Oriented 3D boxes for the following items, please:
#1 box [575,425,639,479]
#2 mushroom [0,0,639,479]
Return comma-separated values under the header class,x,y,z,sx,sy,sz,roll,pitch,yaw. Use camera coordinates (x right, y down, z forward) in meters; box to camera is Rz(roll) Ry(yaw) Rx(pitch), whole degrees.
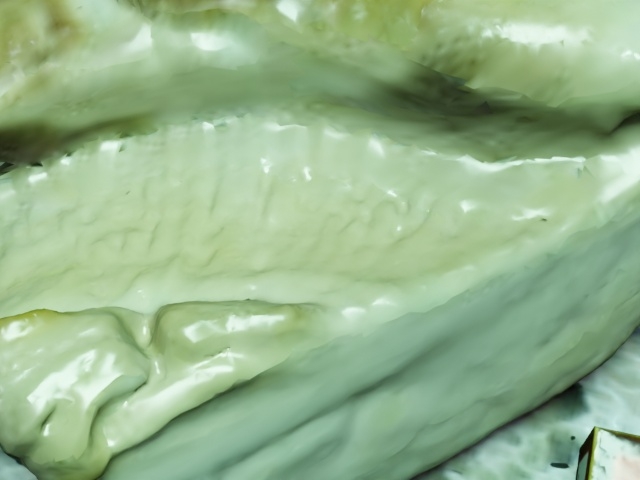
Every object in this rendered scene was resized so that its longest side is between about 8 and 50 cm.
class,x,y,z,sx,sy,sz,roll,pitch,yaw
box,0.181,0.221,0.450,0.153,0.074,0.239,12,69,7
mushroom,-0.002,-0.036,0.511,0.397,0.224,0.313,-27,52,-5
